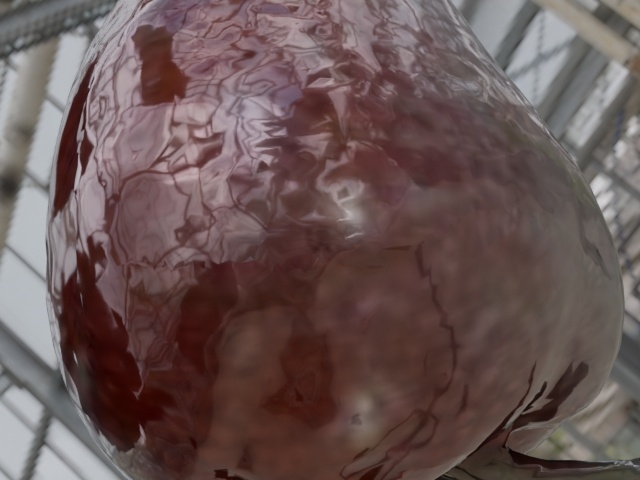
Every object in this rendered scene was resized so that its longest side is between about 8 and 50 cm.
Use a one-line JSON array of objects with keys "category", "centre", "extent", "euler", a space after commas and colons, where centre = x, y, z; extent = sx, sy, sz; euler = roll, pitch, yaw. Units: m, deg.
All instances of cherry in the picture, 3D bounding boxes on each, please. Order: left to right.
[{"category": "cherry", "centre": [0.005, 0.004, 0.784], "extent": [0.291, 0.335, 0.326], "euler": [-27, -40, 14]}]
